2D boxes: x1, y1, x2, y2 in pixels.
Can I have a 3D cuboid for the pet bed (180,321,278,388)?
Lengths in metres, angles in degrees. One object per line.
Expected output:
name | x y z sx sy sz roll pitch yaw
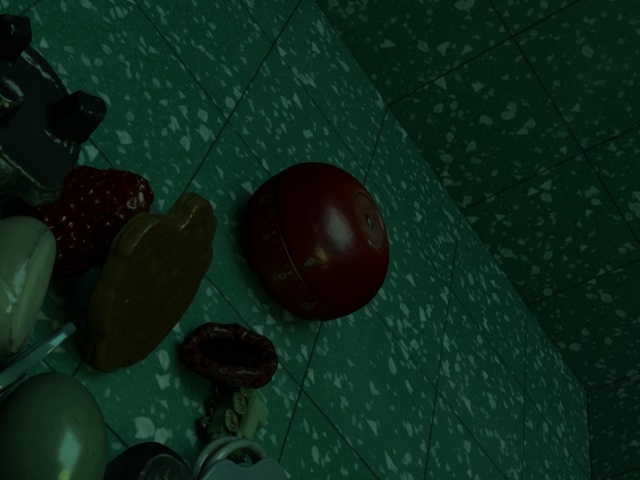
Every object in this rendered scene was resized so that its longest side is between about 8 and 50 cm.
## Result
pet bed | -0.178 0.226 1.908 0.201 0.053 0.201 17 23 -8

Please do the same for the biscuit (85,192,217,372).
biscuit | -0.293 0.064 1.673 0.057 0.351 0.312 29 46 16

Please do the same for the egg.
egg | -0.399 0.305 1.412 0.169 0.169 0.236 33 34 -45

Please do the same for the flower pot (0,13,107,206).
flower pot | -0.513 -0.177 1.515 0.299 0.283 0.299 42 32 -35

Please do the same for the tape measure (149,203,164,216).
tape measure | -0.342 0.020 1.850 0.196 0.105 0.178 53 21 -22

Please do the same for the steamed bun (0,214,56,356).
steamed bun | -0.495 0.063 1.480 0.131 0.177 0.228 13 58 -4

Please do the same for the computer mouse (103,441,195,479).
computer mouse | -0.306 0.488 1.481 0.203 0.114 0.374 51 37 -28

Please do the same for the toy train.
toy train | -0.166 0.353 1.887 0.125 0.081 0.194 57 26 -23

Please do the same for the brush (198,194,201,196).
brush | -0.265 -0.019 2.087 0.030 0.033 0.178 41 34 -48

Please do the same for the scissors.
scissors | -0.494 0.236 1.366 0.029 0.191 0.360 53 45 -10

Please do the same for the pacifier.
pacifier | -0.101 0.485 1.701 0.299 0.233 0.244 15 80 -56

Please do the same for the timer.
timer | 0.000 0.000 2.274 0.378 0.279 0.378 45 32 -38

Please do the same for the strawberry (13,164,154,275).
strawberry | -0.389 -0.046 1.653 0.205 0.244 0.205 40 42 -50
